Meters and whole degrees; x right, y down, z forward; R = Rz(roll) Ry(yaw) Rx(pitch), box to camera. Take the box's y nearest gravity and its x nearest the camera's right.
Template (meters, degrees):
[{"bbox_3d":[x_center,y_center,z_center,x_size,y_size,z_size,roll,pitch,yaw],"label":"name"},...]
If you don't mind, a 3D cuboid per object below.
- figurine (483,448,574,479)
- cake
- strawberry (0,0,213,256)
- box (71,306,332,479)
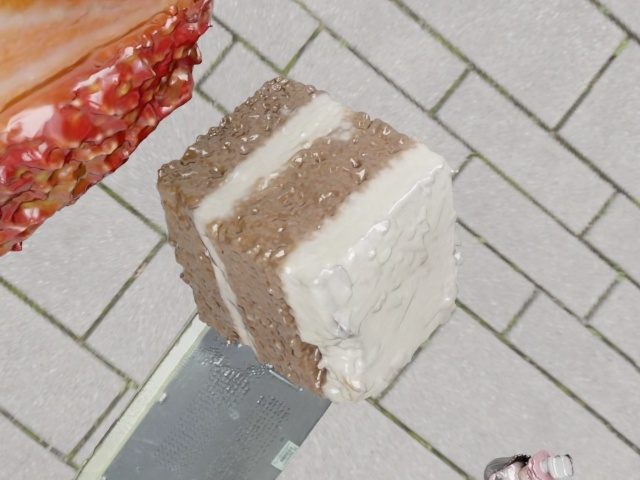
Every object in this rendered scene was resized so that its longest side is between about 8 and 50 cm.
[{"bbox_3d":[0.272,0.302,1.231,0.072,0.129,0.054,5,62,-41],"label":"figurine"},{"bbox_3d":[0.000,0.000,0.556,0.134,0.147,0.135,-46,141,-28],"label":"cake"},{"bbox_3d":[-0.151,-0.080,0.483,0.228,0.098,0.174,-30,53,7],"label":"strawberry"},{"bbox_3d":[-0.108,0.199,1.008,0.211,0.045,0.270,37,90,-24],"label":"box"}]
